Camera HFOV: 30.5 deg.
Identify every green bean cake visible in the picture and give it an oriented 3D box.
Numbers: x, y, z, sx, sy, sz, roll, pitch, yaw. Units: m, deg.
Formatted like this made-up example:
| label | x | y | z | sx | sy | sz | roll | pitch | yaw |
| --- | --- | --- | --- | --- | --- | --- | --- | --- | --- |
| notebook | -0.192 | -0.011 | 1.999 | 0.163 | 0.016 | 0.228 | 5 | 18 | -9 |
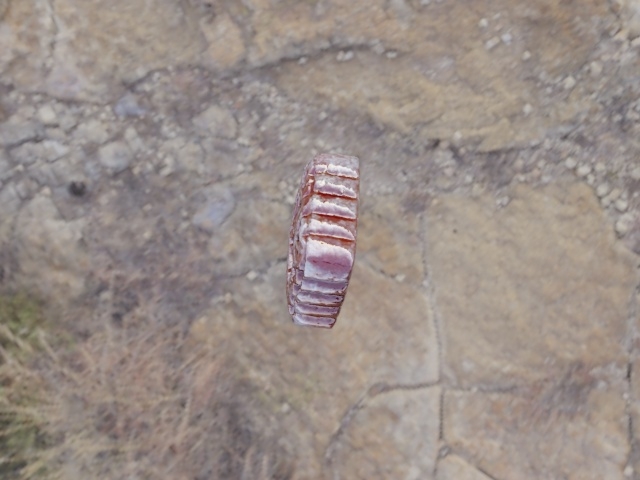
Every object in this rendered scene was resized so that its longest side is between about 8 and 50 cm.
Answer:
| label | x | y | z | sx | sy | sz | roll | pitch | yaw |
| --- | --- | --- | --- | --- | --- | --- | --- | --- | --- |
| green bean cake | 0.000 | 0.000 | 1.107 | 0.056 | 0.135 | 0.135 | 9 | 147 | -4 |
